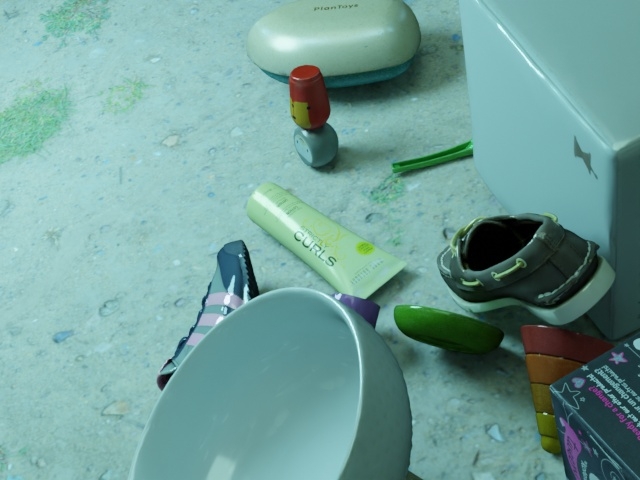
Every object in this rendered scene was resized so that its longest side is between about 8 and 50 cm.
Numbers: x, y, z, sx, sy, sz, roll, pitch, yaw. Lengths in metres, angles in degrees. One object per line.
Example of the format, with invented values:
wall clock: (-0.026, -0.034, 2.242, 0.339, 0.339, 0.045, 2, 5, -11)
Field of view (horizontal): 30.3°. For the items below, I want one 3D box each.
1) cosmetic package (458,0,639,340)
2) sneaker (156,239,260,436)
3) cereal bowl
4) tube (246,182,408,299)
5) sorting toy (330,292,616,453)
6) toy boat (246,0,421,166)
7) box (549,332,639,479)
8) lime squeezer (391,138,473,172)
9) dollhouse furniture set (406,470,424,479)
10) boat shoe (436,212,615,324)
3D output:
cosmetic package: (0.408, -0.165, 1.326, 0.393, 0.329, 0.327, -24, 52, -8)
sneaker: (-0.133, 0.123, 1.405, 0.131, 0.112, 0.319, -10, 41, 5)
cereal bowl: (-0.036, 0.223, 1.144, 0.339, 0.141, 0.339, -34, 38, 32)
tube: (0.000, 0.000, 1.532, 0.240, 0.062, 0.070, 36, 105, 37)
sorting toy: (0.152, 0.148, 1.310, 0.365, 0.127, 0.126, 8, 78, 31)
toy boat: (0.008, -0.247, 1.745, 0.267, 0.148, 0.318, 1, 37, 13)
box: (0.311, 0.219, 1.041, 0.142, 0.247, 0.163, -28, 42, -12)
lime squeezer: (0.243, -0.162, 1.590, 0.310, 0.110, 0.059, -39, 55, 23)
dollhouse furniture set: (0.065, 0.307, 1.202, 0.151, 0.123, 0.144, -36, 30, 36)
boat shoe: (0.202, 0.018, 1.304, 0.116, 0.097, 0.324, -46, 14, -8)
